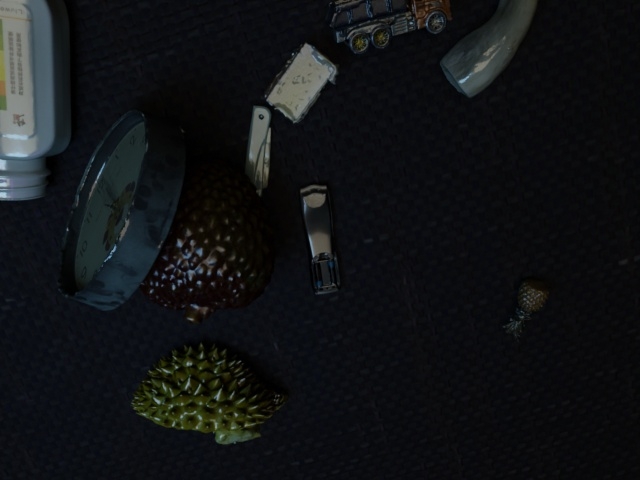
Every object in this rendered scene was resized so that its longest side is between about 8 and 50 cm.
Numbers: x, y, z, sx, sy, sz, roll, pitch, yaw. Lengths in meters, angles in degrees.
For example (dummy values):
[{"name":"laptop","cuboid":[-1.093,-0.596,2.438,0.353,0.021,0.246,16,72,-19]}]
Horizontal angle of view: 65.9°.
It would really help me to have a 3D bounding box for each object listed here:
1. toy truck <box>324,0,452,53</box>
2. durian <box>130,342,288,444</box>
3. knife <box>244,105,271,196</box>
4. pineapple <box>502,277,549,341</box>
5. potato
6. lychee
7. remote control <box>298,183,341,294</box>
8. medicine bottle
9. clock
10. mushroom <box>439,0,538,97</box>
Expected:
[{"name":"toy truck","cuboid":[0.104,-0.360,0.777,0.191,0.083,0.092,-14,119,2]},{"name":"durian","cuboid":[-0.207,0.303,0.939,0.305,0.172,0.167,4,130,-12]},{"name":"knife","cuboid":[-0.108,-0.153,0.869,0.044,0.023,0.162,9,106,-2]},{"name":"pineapple","cuboid":[0.397,0.135,0.964,0.058,0.058,0.125,14,119,-6]},{"name":"potato","cuboid":[-0.031,-0.260,0.823,0.086,0.061,0.122,38,100,-11]},{"name":"lychee","cuboid":[-0.187,0.000,0.812,0.235,0.236,0.272,7,84,-4]},{"name":"remote control","cuboid":[0.000,0.000,0.915,0.059,0.028,0.212,-8,106,1]},{"name":"medicine bottle","cuboid":[-0.498,-0.232,0.783,0.178,0.124,0.325,7,107,-4]},{"name":"clock","cuboid":[-0.309,-0.051,0.751,0.061,0.312,0.313,23,106,-39]},{"name":"mushroom","cuboid":[0.290,-0.343,0.799,0.081,0.092,0.223,14,116,-51]}]
